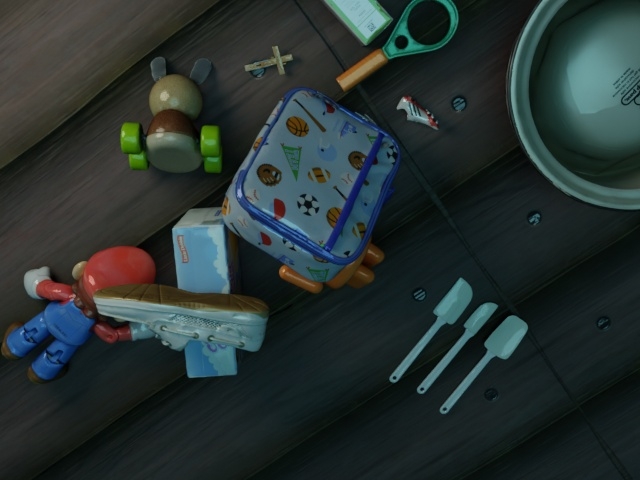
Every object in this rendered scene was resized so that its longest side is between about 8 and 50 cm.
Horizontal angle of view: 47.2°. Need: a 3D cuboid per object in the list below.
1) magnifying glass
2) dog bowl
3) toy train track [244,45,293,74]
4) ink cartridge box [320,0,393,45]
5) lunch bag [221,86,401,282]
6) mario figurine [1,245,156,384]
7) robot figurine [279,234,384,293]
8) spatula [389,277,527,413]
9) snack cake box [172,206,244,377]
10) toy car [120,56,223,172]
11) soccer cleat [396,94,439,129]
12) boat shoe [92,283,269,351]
[{"bbox_3d":[0.128,-0.329,1.235,0.231,0.026,0.092,-34,102,9],"label":"magnifying glass"},{"bbox_3d":[0.489,-0.261,1.192,0.408,0.150,0.408,0,104,-1],"label":"dog bowl"},{"bbox_3d":[-0.087,-0.303,1.246,0.083,0.014,0.048,-12,112,8],"label":"toy train track"},{"bbox_3d":[0.021,-0.407,1.170,0.062,0.109,0.209,-44,100,9],"label":"ink cartridge box"},{"bbox_3d":[0.000,-0.096,1.175,0.243,0.303,0.115,31,146,-6],"label":"lunch bag"},{"bbox_3d":[-0.412,0.118,1.319,0.320,0.170,0.198,-37,138,19],"label":"mario figurine"},{"bbox_3d":[0.001,-0.002,1.268,0.219,0.128,0.158,31,106,-9],"label":"robot figurine"},{"bbox_3d":[0.256,0.210,1.379,0.168,0.019,0.242,34,102,-9],"label":"spatula"},{"bbox_3d":[-0.188,0.085,1.274,0.089,0.152,0.264,-3,105,1],"label":"snack cake box"},{"bbox_3d":[-0.241,-0.219,1.230,0.155,0.149,0.188,2,76,-5],"label":"toy car"},{"bbox_3d":[0.169,-0.215,1.264,0.083,0.029,0.035,40,110,-7],"label":"soccer cleat"},{"bbox_3d":[-0.223,0.131,1.157,0.277,0.098,0.096,8,104,-1],"label":"boat shoe"}]
